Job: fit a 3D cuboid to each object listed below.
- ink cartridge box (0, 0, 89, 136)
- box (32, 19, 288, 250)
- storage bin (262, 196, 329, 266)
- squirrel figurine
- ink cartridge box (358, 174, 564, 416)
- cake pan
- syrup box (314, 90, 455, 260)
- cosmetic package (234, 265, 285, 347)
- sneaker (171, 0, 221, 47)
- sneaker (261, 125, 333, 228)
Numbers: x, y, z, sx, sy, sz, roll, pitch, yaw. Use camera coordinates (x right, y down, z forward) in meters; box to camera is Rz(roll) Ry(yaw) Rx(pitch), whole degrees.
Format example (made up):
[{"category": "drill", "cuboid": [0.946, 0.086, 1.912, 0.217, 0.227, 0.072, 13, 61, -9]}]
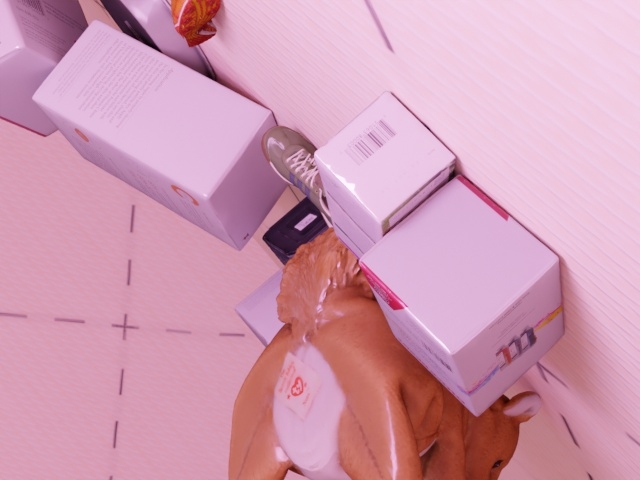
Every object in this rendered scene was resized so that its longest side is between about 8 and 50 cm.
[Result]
[{"category": "ink cartridge box", "cuboid": [-0.528, -0.398, 1.562, 0.384, 0.160, 0.279, 67, -166, 15]}, {"category": "box", "cuboid": [-0.238, -0.163, 1.490, 0.345, 0.168, 0.215, 30, 166, 19]}, {"category": "storage bin", "cuboid": [0.000, 0.000, 1.413, 0.084, 0.122, 0.180, 52, 172, -18]}, {"category": "squirrel figurine", "cuboid": [0.109, 0.170, 1.181, 0.371, 0.281, 0.396, 16, -118, -41]}, {"category": "ink cartridge box", "cuboid": [0.137, 0.056, 0.882, 0.128, 0.127, 0.176, 44, 171, 30]}, {"category": "cake pan", "cuboid": [-0.285, -0.357, 1.563, 0.293, 0.054, 0.293, 48, 172, 9]}, {"category": "syrup box", "cuboid": [0.068, -0.039, 0.942, 0.096, 0.093, 0.237, 47, 172, 16]}, {"category": "cosmetic package", "cuboid": [0.012, 0.107, 1.484, 0.138, 0.224, 0.225, 53, 172, -20]}, {"category": "sneaker", "cuboid": [-0.165, -0.290, 1.177, 0.067, 0.064, 0.175, 60, 169, -2]}, {"category": "sneaker", "cuboid": [0.001, -0.083, 1.258, 0.192, 0.064, 0.086, 50, 165, -3]}]
